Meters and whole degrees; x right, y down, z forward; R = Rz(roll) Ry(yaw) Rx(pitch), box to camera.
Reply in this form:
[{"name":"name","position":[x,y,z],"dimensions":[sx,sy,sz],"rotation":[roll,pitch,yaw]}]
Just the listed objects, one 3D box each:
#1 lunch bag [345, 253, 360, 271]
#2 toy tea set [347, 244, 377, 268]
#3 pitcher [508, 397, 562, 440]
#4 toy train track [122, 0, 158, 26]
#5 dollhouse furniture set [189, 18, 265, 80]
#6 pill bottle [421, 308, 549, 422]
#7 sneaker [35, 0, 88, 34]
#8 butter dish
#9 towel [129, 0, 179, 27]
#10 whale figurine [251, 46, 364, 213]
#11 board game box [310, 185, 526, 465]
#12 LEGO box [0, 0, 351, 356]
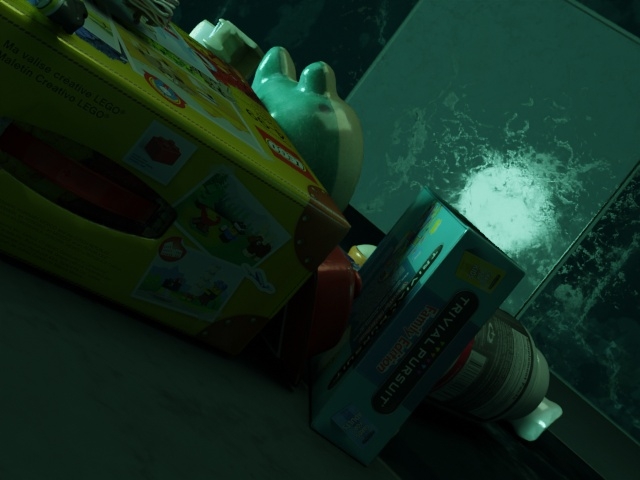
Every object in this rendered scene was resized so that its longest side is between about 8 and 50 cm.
[{"name":"lunch bag","position":[-0.060,0.011,1.309],"dimensions":[0.243,0.115,0.303],"rotation":[44,11,26]},{"name":"toy tea set","position":[0.000,0.000,1.581],"dimensions":[0.200,0.124,0.336],"rotation":[44,10,39]},{"name":"pitcher","position":[0.309,0.247,1.618],"dimensions":[0.207,0.125,0.178],"rotation":[48,-12,3]},{"name":"toy train track","position":[-0.189,-0.230,0.899],"dimensions":[0.083,0.014,0.048],"rotation":[41,18,23]},{"name":"dollhouse furniture set","position":[-0.273,-0.256,1.275],"dimensions":[0.198,0.286,0.303],"rotation":[37,-2,17]},{"name":"pill bottle","position":[0.207,0.167,1.343],"dimensions":[0.318,0.176,0.176],"rotation":[30,11,-45]},{"name":"sneaker","position":[-0.194,-0.177,0.694],"dimensions":[0.035,0.031,0.083],"rotation":[51,13,-27]},{"name":"butter dish","position":[-0.009,0.053,1.016],"dimensions":[0.118,0.160,0.160],"rotation":[-6,30,-27]},{"name":"towel","position":[-0.220,-0.275,0.899],"dimensions":[0.144,0.029,0.197],"rotation":[24,17,-29]},{"name":"whale figurine","position":[-0.053,-0.137,1.167],"dimensions":[0.141,0.216,0.272],"rotation":[1,45,-28]},{"name":"board game box","position":[0.093,0.079,1.060],"dimensions":[0.079,0.254,0.336],"rotation":[37,8,-7]},{"name":"LEGO box","position":[-0.260,-0.147,0.886],"dimensions":[0.500,0.193,0.372],"rotation":[31,16,-39]}]
